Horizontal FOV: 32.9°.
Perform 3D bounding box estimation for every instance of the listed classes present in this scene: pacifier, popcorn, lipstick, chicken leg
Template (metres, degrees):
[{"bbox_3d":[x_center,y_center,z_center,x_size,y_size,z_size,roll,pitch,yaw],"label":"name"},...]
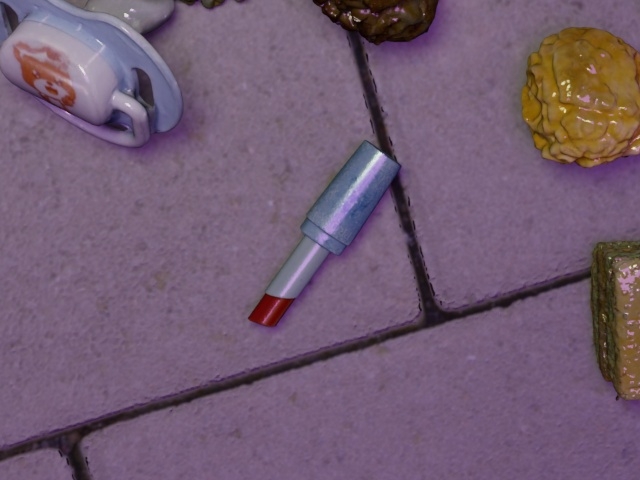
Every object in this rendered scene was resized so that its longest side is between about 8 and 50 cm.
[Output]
[{"bbox_3d":[-0.258,-0.238,1.274,0.279,0.227,0.207,27,66,10],"label":"pacifier"},{"bbox_3d":[0.328,-0.171,1.309,0.180,0.180,0.170,-38,137,5],"label":"popcorn"},{"bbox_3d":[0.000,0.000,1.374,0.068,0.061,0.274,34,98,-12],"label":"lipstick"},{"bbox_3d":[0.009,-0.366,1.206,0.140,0.211,0.361,-28,117,21],"label":"chicken leg"}]

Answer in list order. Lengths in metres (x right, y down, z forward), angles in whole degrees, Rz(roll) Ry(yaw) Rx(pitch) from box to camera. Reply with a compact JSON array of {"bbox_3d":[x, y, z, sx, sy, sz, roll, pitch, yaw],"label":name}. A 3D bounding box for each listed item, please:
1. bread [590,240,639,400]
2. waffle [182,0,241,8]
[{"bbox_3d":[0.427,0.097,1.401,0.138,0.102,0.196,-8,106,1],"label":"bread"},{"bbox_3d":[-0.127,-0.388,1.286,0.208,0.054,0.214,-26,106,5],"label":"waffle"}]
